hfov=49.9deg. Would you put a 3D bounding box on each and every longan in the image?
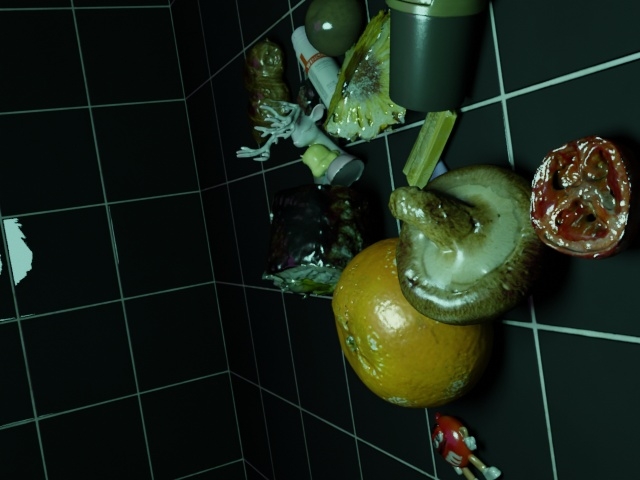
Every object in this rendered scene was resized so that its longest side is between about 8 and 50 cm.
[{"bbox_3d":[0.040,-0.611,1.926,0.189,0.189,0.189,36,131,57],"label":"longan"}]

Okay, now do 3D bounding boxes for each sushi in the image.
[{"bbox_3d":[-0.041,-0.461,2.286,0.231,0.047,0.220,56,144,43],"label":"sushi"},{"bbox_3d":[0.000,0.002,1.940,0.281,0.299,0.294,-23,55,56],"label":"sushi"}]

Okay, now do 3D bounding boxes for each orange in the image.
[{"bbox_3d":[0.209,0.202,1.667,0.424,0.326,0.424,36,134,49],"label":"orange"}]

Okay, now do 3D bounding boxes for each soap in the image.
[{"bbox_3d":[0.267,-0.236,1.690,0.092,0.037,0.252,-102,24,-43],"label":"soap"}]

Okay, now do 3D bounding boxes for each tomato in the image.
[{"bbox_3d":[0.494,-0.075,1.238,0.228,0.101,0.228,8,99,59],"label":"tomato"}]

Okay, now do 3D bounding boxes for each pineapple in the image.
[{"bbox_3d":[0.163,-0.418,1.788,0.344,0.208,0.286,-59,13,22],"label":"pineapple"}]

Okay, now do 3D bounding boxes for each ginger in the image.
[{"bbox_3d":[-0.208,-0.536,2.499,0.274,0.152,0.358,9,106,64],"label":"ginger"}]

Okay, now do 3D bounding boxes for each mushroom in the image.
[{"bbox_3d":[0.020,-0.276,2.183,0.116,0.093,0.225,-99,8,-55],"label":"mushroom"},{"bbox_3d":[0.316,0.005,1.421,0.344,0.239,0.346,3,97,23],"label":"mushroom"}]

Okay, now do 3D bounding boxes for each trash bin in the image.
[{"bbox_3d":[0.243,-0.467,1.493,0.214,0.214,0.334,-129,32,-47],"label":"trash bin"}]

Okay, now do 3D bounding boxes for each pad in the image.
[{"bbox_3d":[-0.007,-0.378,2.303,0.113,0.006,0.188,57,146,42],"label":"pad"}]

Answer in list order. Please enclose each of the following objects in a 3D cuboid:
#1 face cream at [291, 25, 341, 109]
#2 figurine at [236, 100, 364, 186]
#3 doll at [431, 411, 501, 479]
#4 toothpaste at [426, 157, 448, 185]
[{"bbox_3d":[0.001,-0.534,2.113,0.346,0.101,0.102,62,150,30],"label":"face cream"},{"bbox_3d":[-0.050,-0.282,2.011,0.315,0.284,0.206,44,136,17],"label":"figurine"},{"bbox_3d":[0.359,0.537,1.779,0.217,0.085,0.183,57,149,24],"label":"doll"},{"bbox_3d":[0.317,-0.076,1.662,0.125,0.079,0.371,106,154,-44],"label":"toothpaste"}]
